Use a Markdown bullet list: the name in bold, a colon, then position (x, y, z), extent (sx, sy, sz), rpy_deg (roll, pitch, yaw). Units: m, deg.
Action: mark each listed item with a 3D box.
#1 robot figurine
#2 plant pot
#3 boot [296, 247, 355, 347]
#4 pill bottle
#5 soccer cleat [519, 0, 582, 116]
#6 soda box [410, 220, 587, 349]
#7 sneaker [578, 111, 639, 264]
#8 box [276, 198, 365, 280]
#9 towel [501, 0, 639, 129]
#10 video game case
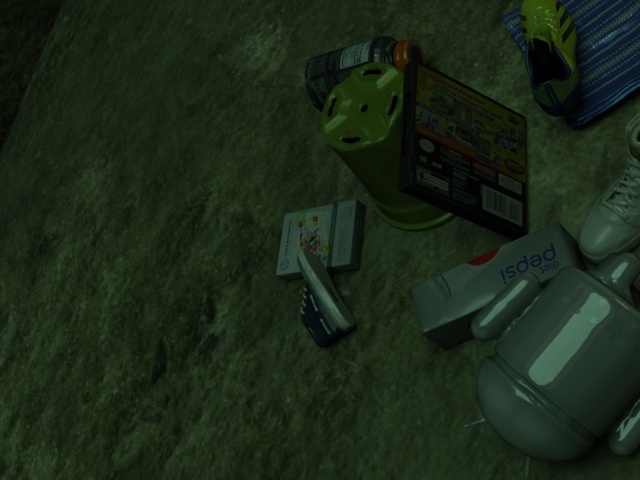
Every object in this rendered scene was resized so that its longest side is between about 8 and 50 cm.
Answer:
- **robot figurine**: position (0.371, 0.180, 1.274), extent (0.300, 0.200, 0.353), rpy_deg (39, 95, 10)
- **plant pot**: position (0.143, -0.194, 1.615), extent (0.276, 0.254, 0.276), rpy_deg (-18, 56, 30)
- **boot**: position (-0.015, 0.112, 1.681), extent (0.086, 0.069, 0.190), rpy_deg (-39, 66, 20)
- **pill bottle**: position (0.098, -0.354, 1.819), extent (0.245, 0.130, 0.131), rpy_deg (-8, 62, 35)
- **soccer cleat**: position (0.404, -0.353, 1.535), extent (0.093, 0.121, 0.289), rpy_deg (-20, 53, 27)
- **soda box**: position (0.301, 0.079, 1.457), extent (0.286, 0.091, 0.098), rpy_deg (-27, 53, 25)
- **sneaker**: position (0.493, -0.105, 1.354), extent (0.292, 0.169, 0.108), rpy_deg (-51, 49, 7)
- **box**: position (0.000, 0.000, 1.772), extent (0.186, 0.038, 0.145), rpy_deg (-10, 61, 35)
- **towel**: position (0.497, -0.380, 1.584), extent (0.243, 0.040, 0.336), rpy_deg (-34, 50, 18)
- **video game case**: position (0.253, -0.156, 1.500), extent (0.035, 0.274, 0.248), rpy_deg (-27, 50, 50)
